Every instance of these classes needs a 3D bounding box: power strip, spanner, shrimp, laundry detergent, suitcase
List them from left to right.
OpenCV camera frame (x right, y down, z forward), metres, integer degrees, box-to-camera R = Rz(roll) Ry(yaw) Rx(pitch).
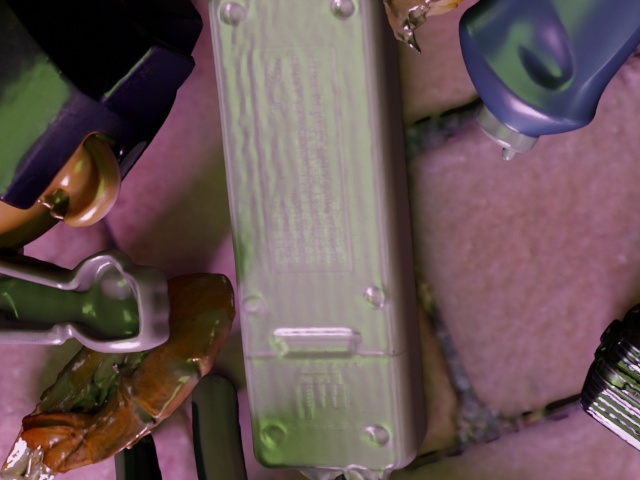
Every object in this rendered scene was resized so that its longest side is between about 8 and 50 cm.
[{"bbox_3d":[-0.124,0.091,1.139,0.051,0.115,0.217,42,126,-16],"label":"shrimp"},{"bbox_3d":[-0.070,0.212,1.077,0.096,0.325,0.040,-30,132,21],"label":"spanner"},{"bbox_3d":[0.000,0.000,1.115,0.098,0.058,0.338,-1,103,15],"label":"power strip"},{"bbox_3d":[0.137,-0.134,1.043,0.097,0.061,0.206,28,110,2],"label":"laundry detergent"},{"bbox_3d":[0.201,0.093,1.069,0.126,0.086,0.059,35,108,4],"label":"suitcase"}]

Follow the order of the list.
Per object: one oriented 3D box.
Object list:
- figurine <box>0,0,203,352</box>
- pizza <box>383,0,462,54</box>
[{"bbox_3d":[-0.194,-0.045,1.104,0.308,0.143,0.308,3,101,14],"label":"figurine"},{"bbox_3d":[0.128,-0.217,0.967,0.197,0.058,0.292,26,100,23],"label":"pizza"}]
